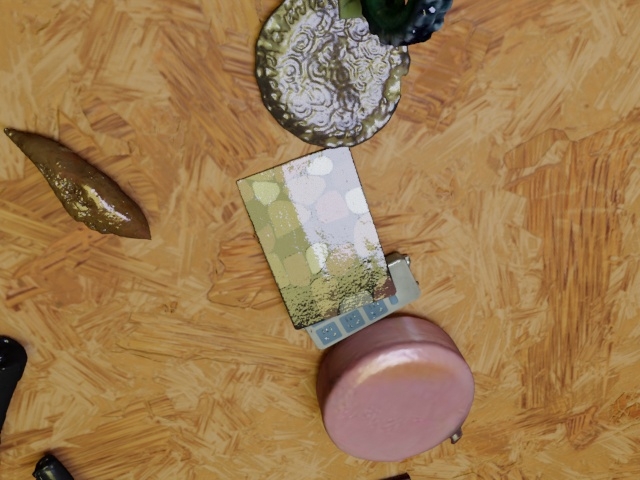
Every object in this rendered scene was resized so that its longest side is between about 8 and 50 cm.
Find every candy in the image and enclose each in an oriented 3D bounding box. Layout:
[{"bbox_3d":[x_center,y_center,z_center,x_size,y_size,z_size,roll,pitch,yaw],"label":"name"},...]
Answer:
[{"bbox_3d":[0.121,0.239,0.892,0.255,0.094,0.256,-6,120,-10],"label":"candy"}]

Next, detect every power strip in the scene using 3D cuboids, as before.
[{"bbox_3d":[0.055,0.088,0.839,0.192,0.035,0.082,-28,117,3],"label":"power strip"}]

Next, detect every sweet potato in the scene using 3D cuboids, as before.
[{"bbox_3d":[-0.285,-0.062,0.679,0.206,0.060,0.068,45,63,-17],"label":"sweet potato"}]

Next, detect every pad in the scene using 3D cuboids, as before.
[{"bbox_3d":[0.000,0.000,0.777,0.158,0.003,0.235,-20,109,-1],"label":"pad"}]

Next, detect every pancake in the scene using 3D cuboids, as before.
[{"bbox_3d":[0.017,-0.206,0.687,0.199,0.021,0.200,-5,117,-10],"label":"pancake"}]

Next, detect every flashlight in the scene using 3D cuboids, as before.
[{"bbox_3d":[-0.465,0.242,0.781,0.092,0.093,0.232,20,111,-21],"label":"flashlight"}]

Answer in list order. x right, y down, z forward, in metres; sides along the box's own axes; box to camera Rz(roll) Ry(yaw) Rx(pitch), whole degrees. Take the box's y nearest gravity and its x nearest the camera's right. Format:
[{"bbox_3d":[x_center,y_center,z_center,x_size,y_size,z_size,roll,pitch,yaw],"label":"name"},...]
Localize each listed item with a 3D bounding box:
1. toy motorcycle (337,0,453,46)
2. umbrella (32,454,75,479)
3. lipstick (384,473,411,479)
[{"bbox_3d":[0.050,-0.387,0.483,0.168,0.237,0.411,-13,122,-21],"label":"toy motorcycle"},{"bbox_3d":[-0.353,0.475,0.925,0.118,0.118,0.340,-25,113,2],"label":"umbrella"},{"bbox_3d":[0.081,0.461,1.041,0.176,0.027,0.027,-12,119,-4],"label":"lipstick"}]
